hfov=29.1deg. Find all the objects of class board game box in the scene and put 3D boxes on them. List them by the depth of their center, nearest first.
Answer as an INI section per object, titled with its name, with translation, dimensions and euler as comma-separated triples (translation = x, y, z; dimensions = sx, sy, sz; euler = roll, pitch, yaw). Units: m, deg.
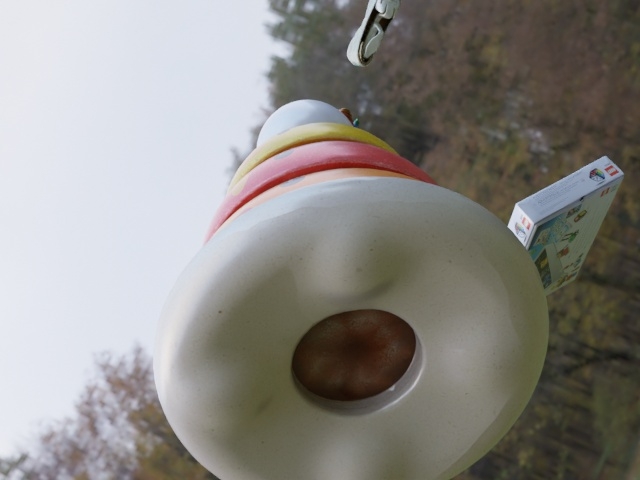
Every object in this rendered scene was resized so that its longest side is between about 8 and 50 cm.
[board game box]
translation = 0.379, 0.006, 2.055
dimensions = 0.193, 0.053, 0.305
euler = -27, -28, -23

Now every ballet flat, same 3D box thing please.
[ballet flat]
translation = 0.100, -0.365, 2.061
dimensions = 0.168, 0.057, 0.052
euler = -65, 30, 13

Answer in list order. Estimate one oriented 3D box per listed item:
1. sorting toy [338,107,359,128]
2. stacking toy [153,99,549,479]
[sorting toy]
translation = 0.046, -0.227, 2.423
dimensions = 0.102, 0.061, 0.042
euler = 111, 179, -67
[stacking toy]
translation = 0.000, 0.000, 1.246
dimensions = 0.480, 0.350, 0.351
euler = -107, 27, -58
